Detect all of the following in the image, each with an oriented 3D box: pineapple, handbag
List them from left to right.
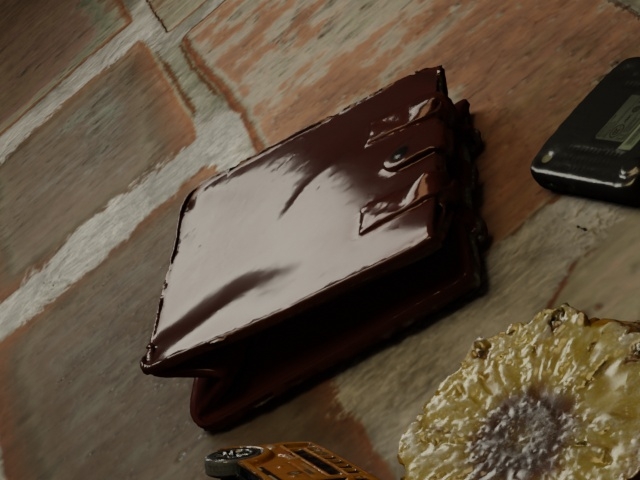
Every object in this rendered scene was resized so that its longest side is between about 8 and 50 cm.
[{"bbox_3d":[-0.001,-0.001,1.149,0.275,0.084,0.260,-28,28,24],"label":"handbag"},{"bbox_3d":[0.119,0.124,0.847,0.221,0.047,0.221,-31,31,21],"label":"pineapple"}]

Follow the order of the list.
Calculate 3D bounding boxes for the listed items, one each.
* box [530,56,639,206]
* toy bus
[{"bbox_3d":[0.216,-0.080,1.032,0.126,0.027,0.125,-49,28,-14],"label":"box"},{"bbox_3d":[-0.005,0.167,0.851,0.088,0.083,0.194,-8,5,-18],"label":"toy bus"}]
